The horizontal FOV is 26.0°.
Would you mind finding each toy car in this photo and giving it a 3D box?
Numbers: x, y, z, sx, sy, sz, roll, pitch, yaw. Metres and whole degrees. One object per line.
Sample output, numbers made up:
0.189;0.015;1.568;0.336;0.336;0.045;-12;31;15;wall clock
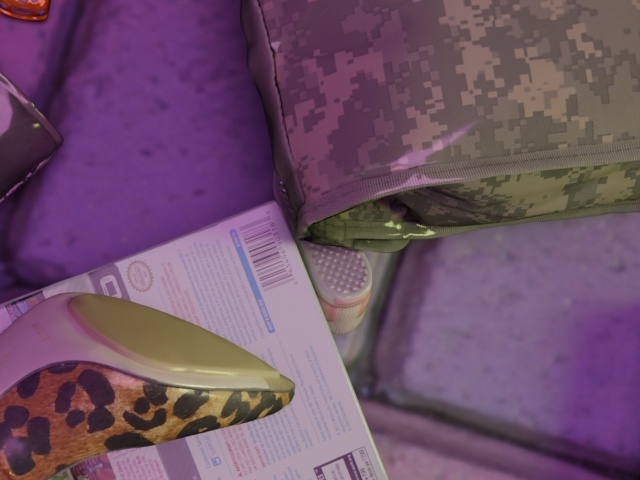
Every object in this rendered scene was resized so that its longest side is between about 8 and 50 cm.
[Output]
-0.218;-0.188;0.873;0.122;0.040;0.060;27;80;-7;toy car

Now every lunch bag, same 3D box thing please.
0.088;-0.126;0.852;0.287;0.169;0.235;-7;77;-16;lunch bag

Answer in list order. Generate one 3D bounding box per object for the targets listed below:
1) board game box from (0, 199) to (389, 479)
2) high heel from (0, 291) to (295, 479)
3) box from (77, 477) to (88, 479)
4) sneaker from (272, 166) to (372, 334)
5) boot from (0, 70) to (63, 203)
-0.130;0.135;0.830;0.303;0.097;0.224;-21;89;-13;board game box
-0.153;0.124;0.758;0.261;0.093;0.186;10;111;-25;high heel
-0.141;0.233;0.709;0.130;0.091;0.170;-24;118;-11;box
0.000;0.000;0.897;0.051;0.070;0.134;-12;57;-8;sneaker
-0.289;-0.048;0.830;0.190;0.076;0.208;42;85;-17;boot
